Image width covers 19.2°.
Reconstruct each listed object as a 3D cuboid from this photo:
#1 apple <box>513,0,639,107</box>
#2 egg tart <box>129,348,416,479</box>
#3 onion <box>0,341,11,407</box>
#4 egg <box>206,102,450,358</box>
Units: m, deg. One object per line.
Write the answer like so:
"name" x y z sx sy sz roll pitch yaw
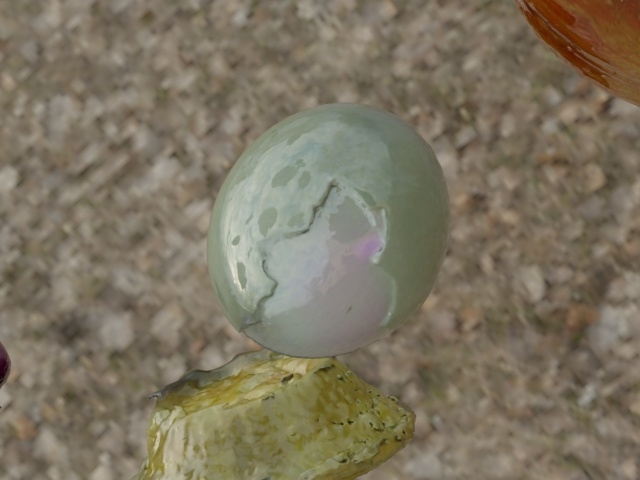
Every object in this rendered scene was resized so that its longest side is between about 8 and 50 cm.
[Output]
"apple" 0.260 -0.193 1.097 0.250 0.277 0.309 53 133 20
"egg tart" -0.068 0.204 2.033 0.345 0.132 0.345 -16 11 3
"onion" -0.349 0.135 1.814 0.104 0.115 0.115 41 82 21
"egg" 0.000 0.000 1.446 0.183 0.183 0.217 2 35 38
